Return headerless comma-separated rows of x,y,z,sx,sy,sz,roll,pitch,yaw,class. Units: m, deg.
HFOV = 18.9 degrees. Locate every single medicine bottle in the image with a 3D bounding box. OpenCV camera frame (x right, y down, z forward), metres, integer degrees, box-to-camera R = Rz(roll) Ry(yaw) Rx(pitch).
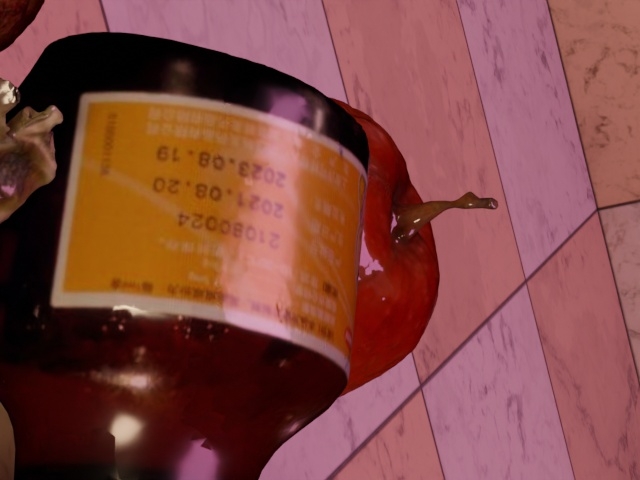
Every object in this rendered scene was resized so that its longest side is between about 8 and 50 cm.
-0.107,0.096,1.142,0.242,0.242,0.395,37,59,-60,medicine bottle

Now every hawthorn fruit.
0.000,0.000,1.391,0.242,0.272,0.242,19,68,-59,hawthorn fruit

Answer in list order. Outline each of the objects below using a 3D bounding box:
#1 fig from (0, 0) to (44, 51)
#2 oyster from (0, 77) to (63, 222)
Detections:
-0.244,-0.174,1.040,0.201,0.146,0.134,28,20,-51,fig
-0.268,-0.090,0.957,0.275,0.100,0.271,-24,123,-32,oyster
